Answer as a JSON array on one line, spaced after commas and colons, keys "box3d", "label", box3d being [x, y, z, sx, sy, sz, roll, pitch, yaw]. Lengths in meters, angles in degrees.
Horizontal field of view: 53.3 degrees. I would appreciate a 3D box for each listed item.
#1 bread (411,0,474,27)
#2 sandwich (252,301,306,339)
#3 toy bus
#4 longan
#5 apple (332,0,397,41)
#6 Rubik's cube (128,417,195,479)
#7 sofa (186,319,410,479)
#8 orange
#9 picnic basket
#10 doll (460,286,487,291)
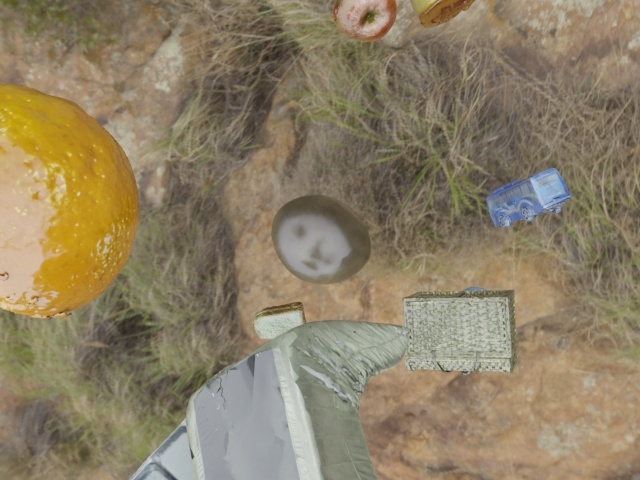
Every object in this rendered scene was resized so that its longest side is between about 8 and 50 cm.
[{"box3d": [0.242, -0.483, 1.253, 0.156, 0.125, 0.086, -31, 86, 46], "label": "bread"}, {"box3d": [-0.075, 0.166, 1.219, 0.105, 0.035, 0.093, -7, 115, 4], "label": "sandwich"}, {"box3d": [0.439, -0.087, 1.366, 0.236, 0.079, 0.094, 147, 106, -78], "label": "toy bus"}, {"box3d": [0.000, 0.000, 1.312, 0.212, 0.198, 0.198, 35, 130, -7], "label": "longan"}, {"box3d": [0.089, -0.453, 1.249, 0.126, 0.102, 0.126, -6, 135, -6], "label": "apple"}, {"box3d": [-0.134, 0.370, 0.835, 0.256, 0.253, 0.259, 44, 131, 3], "label": "Rubik's cube"}, {"box3d": [-0.005, 0.215, 0.635, 0.210, 0.176, 0.225, -40, 55, 34], "label": "sofa"}, {"box3d": [-0.423, -0.062, 0.919, 0.341, 0.293, 0.340, 30, 162, 11], "label": "orange"}, {"box3d": [0.267, 0.176, 1.213, 0.196, 0.134, 0.154, -4, 91, 21], "label": "picnic basket"}, {"box3d": [0.368, 0.200, 1.551, 0.314, 0.141, 0.177, 155, 95, -75], "label": "doll"}]
